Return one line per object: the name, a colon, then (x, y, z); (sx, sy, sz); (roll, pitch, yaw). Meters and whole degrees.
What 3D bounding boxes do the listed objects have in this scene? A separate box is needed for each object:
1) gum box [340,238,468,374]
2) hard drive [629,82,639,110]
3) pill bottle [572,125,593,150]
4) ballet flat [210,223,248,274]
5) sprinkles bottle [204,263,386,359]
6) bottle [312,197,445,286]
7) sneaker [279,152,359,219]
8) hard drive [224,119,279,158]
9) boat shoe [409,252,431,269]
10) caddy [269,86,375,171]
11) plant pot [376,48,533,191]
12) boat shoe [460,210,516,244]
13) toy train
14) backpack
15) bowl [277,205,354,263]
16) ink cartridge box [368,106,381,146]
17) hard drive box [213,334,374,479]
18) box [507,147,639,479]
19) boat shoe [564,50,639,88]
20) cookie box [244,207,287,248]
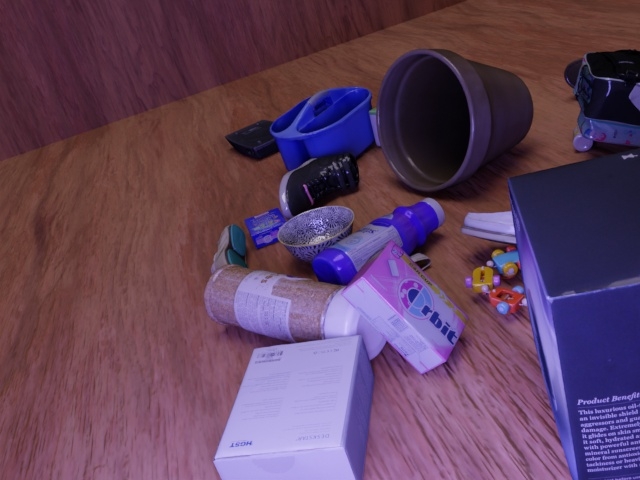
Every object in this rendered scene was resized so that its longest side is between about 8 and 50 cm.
gum box: (0.136, 0.105, 1.052); (0.062, 0.188, 0.107); (-42, 3, 46)
hard drive: (0.799, -0.249, 1.295); (0.353, 0.047, 0.233); (-19, 60, -19)
pill bottle: (0.608, -0.242, 1.580); (0.043, 0.043, 0.083); (-6, 28, 23)
ballet flat: (-0.201, 0.048, 1.495); (0.086, 0.086, 0.248); (-16, 25, 2)
sprinkles bottle: (-0.051, 0.120, 1.196); (0.355, 0.121, 0.121); (7, 35, 41)
bottle: (0.122, 0.005, 1.336); (0.283, 0.092, 0.118); (-30, 12, -24)
sneaker: (0.006, -0.146, 1.695); (0.147, 0.104, 0.296); (-10, 22, 27)
hard drive: (-0.198, -0.336, 2.254); (0.172, 0.054, 0.254); (-28, 28, -20)
boat shoe: (0.167, 0.055, 1.288); (0.100, 0.035, 0.035); (-23, 23, -27)
caddy: (0.010, -0.335, 1.945); (0.241, 0.179, 0.341); (8, 38, 36)
plant pot: (0.339, -0.295, 1.605); (0.280, 0.323, 0.323); (-14, 21, -31)
boat shoe: (0.401, -0.037, 1.202); (0.302, 0.103, 0.113); (6, 1, 29)
toy train: (0.320, 0.072, 1.151); (0.125, 0.046, 0.166); (14, 41, 40)
backpack: (0.675, -0.322, 1.505); (0.225, 0.191, 0.253); (8, 37, 3)
bowl: (0.000, 0.000, 1.444); (0.170, 0.080, 0.170); (-14, 27, 7)
ink cartridge box: (0.305, -0.364, 1.925); (0.273, 0.115, 0.198); (-35, 31, -31)
hard drive box: (-0.027, 0.247, 0.968); (0.181, 0.089, 0.232); (-10, 27, 16)
box: (0.347, 0.090, 0.812); (0.182, 0.294, 0.296); (-11, 26, 13)
boat shoe: (0.808, -0.441, 1.794); (0.307, 0.111, 0.104); (8, 31, 25)
cookie box: (-0.126, -0.031, 1.627); (0.092, 0.040, 0.107); (-21, 27, -6)
